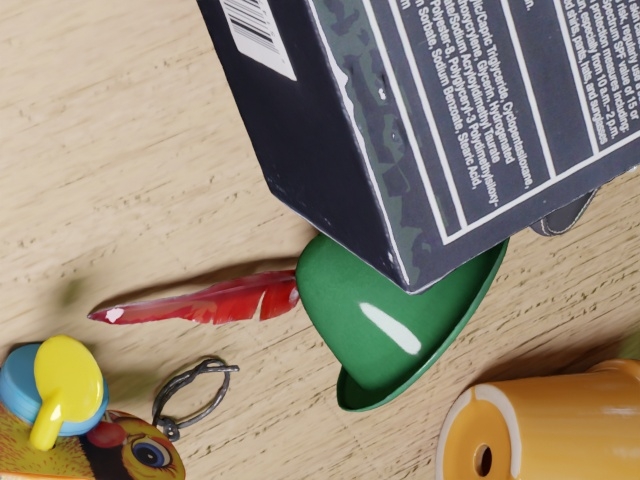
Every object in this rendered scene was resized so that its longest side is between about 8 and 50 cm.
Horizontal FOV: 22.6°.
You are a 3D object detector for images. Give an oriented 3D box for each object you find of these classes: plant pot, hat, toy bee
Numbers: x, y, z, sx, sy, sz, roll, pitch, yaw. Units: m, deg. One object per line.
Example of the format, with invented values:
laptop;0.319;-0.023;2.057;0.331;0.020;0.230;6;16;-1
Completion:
plant pot;0.207;0.192;1.334;0.188;0.205;0.205;11;121;-27
hat;0.000;0.000;1.067;0.183;0.208;0.173;39;135;-13
toy bee;-0.149;0.138;0.998;0.298;0.162;0.195;-18;136;-26

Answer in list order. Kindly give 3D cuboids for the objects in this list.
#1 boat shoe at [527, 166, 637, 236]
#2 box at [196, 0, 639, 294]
boat shoe;0.199;-0.076;1.148;0.075;0.065;0.206;-9;133;-34
box;0.084;-0.184;0.784;0.294;0.183;0.296;-27;118;-14
